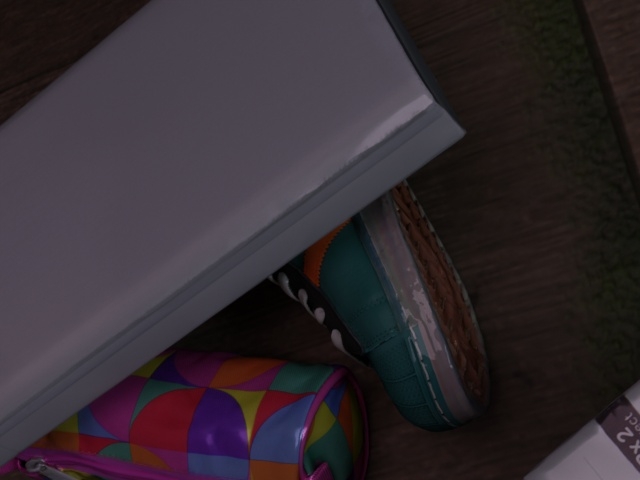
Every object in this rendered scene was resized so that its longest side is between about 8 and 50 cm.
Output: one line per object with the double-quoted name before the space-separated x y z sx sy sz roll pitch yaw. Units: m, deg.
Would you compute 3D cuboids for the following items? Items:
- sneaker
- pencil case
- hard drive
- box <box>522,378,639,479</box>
"sneaker" 0.000 0.000 0.659 0.121 0.108 0.302 -33 56 13
"pencil case" -0.089 0.119 0.663 0.236 0.104 0.104 -1 75 25
"hard drive" -0.105 -0.044 0.647 0.353 0.047 0.233 -35 48 15
"box" 0.207 0.147 0.472 0.119 0.182 0.181 -42 63 7
